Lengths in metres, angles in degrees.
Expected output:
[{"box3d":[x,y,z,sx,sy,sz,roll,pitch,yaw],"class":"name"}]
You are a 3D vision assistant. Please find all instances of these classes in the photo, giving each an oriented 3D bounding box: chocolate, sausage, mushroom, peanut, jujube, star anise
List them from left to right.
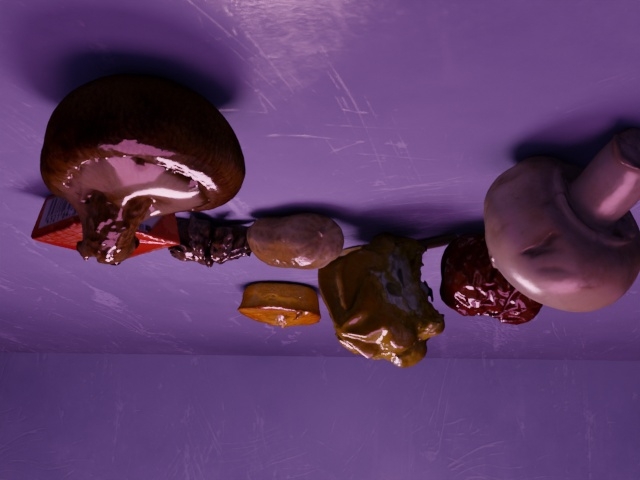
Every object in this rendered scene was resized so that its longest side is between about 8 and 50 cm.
[{"box3d":[-0.460,-0.039,1.968,0.235,0.107,0.237,18,156,-42],"class":"chocolate"},{"box3d":[-0.286,-0.103,1.446,0.346,0.259,0.345,2,164,1],"class":"mushroom"},{"box3d":[-0.259,0.012,2.123,0.223,0.108,0.236,7,166,0],"class":"star anise"},{"box3d":[-0.060,0.001,2.015,0.225,0.129,0.129,-4,163,23],"class":"peanut"},{"box3d":[0.267,0.006,2.159,0.024,0.024,0.132,18,157,-42],"class":"sausage"},{"box3d":[0.388,0.082,2.058,0.232,0.212,0.213,7,164,2],"class":"jujube"},{"box3d":[0.464,-0.044,1.590,0.315,0.314,0.336,10,141,-24],"class":"mushroom"}]

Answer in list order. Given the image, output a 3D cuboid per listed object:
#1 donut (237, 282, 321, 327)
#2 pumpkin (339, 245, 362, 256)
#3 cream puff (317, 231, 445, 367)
[{"box3d":[-0.121,0.198,2.711,0.254,0.118,0.253,0,164,0],"class":"donut"},{"box3d":[0.147,0.086,2.323,0.218,0.110,0.217,3,170,1],"class":"pumpkin"},{"box3d":[0.109,0.142,2.093,0.270,0.323,0.274,1,148,-26],"class":"cream puff"}]
